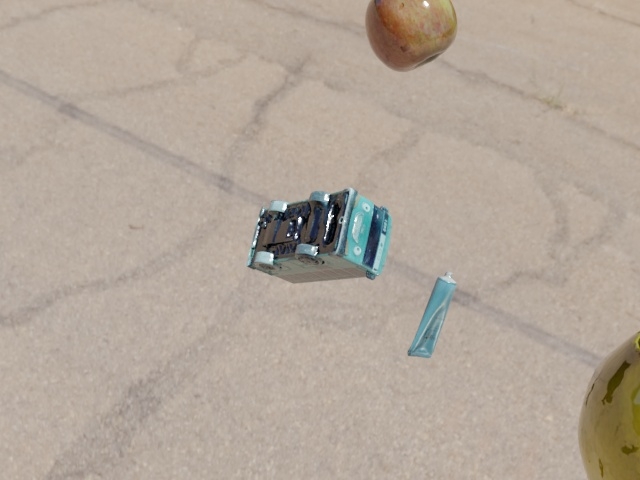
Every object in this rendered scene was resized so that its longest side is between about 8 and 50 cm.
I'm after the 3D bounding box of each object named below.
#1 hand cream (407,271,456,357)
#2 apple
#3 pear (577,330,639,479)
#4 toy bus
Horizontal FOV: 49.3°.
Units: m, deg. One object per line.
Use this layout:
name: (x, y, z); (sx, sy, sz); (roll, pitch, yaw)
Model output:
hand cream: (0.276, 0.182, 1.697); (0.083, 0.224, 0.048); (12, 10, -37)
apple: (0.187, -0.451, 1.453); (0.188, 0.188, 0.173); (-30, 97, -39)
pear: (0.441, 0.246, 0.782); (0.285, 0.285, 0.336); (-15, 87, -29)
toy bus: (0.000, 0.000, 1.204); (0.147, 0.256, 0.128); (25, 69, -35)
